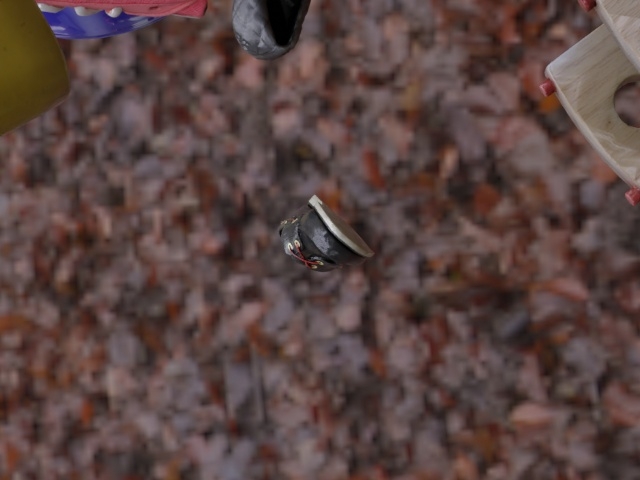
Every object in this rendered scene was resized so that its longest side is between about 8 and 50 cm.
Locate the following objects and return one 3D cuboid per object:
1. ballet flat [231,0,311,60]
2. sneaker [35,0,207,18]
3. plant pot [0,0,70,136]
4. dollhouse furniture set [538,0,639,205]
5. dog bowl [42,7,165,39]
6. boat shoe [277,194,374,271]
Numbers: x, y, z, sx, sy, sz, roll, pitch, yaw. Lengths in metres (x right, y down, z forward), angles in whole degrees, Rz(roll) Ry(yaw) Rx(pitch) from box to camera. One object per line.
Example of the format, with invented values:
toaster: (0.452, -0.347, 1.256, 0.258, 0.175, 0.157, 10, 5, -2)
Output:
ballet flat: (-0.005, -0.183, 1.008, 0.049, 0.057, 0.173, 21, 97, 55)
sneaker: (-0.120, -0.153, 0.913, 0.314, 0.136, 0.116, -17, 39, 20)
plant pot: (-0.228, -0.064, 0.420, 0.212, 0.187, 0.212, -8, 116, 48)
dollhouse furniture set: (0.112, -0.128, 0.617, 0.183, 0.129, 0.129, 53, 176, 8)
dog bowl: (-0.191, -0.306, 1.552, 0.265, 0.265, 0.104, 61, 179, 36)
boat shoe: (0.001, 0.001, 1.125, 0.042, 0.049, 0.133, -45, 9, -1)
